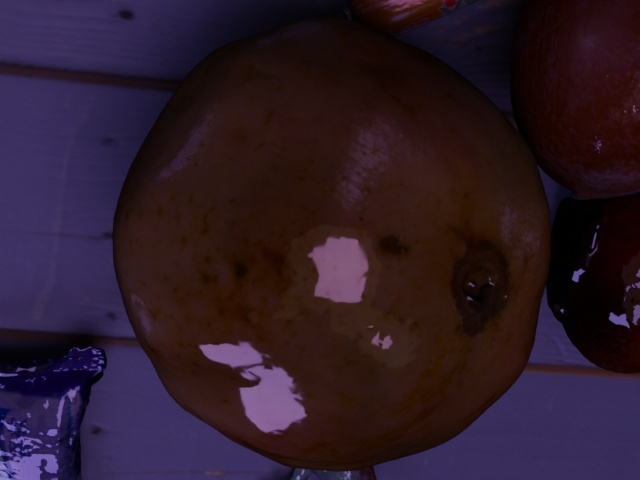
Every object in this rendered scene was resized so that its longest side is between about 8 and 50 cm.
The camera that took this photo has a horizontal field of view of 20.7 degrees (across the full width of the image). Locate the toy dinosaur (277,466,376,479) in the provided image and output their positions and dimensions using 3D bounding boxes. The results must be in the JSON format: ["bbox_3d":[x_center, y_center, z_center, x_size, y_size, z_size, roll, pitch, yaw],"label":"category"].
[{"bbox_3d":[0.024,0.241,1.858,0.167,0.053,0.242,-42,108,5],"label":"toy dinosaur"}]

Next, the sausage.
[{"bbox_3d":[0.120,-0.247,1.612,0.234,0.071,0.071,-25,119,3],"label":"sausage"}]

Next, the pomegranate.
[{"bbox_3d":[0.000,0.000,1.559,0.411,0.411,0.411,-4,118,-8],"label":"pomegranate"}]

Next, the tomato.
[{"bbox_3d":[0.294,-0.163,1.566,0.265,0.265,0.265,-4,118,-8],"label":"tomato"}]

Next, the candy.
[{"bbox_3d":[-0.295,0.219,1.783,0.145,0.070,0.275,4,121,-5],"label":"candy"}]

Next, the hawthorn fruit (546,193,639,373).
[{"bbox_3d":[0.344,0.021,1.721,0.249,0.215,0.215,-19,119,-3],"label":"hawthorn fruit"}]
